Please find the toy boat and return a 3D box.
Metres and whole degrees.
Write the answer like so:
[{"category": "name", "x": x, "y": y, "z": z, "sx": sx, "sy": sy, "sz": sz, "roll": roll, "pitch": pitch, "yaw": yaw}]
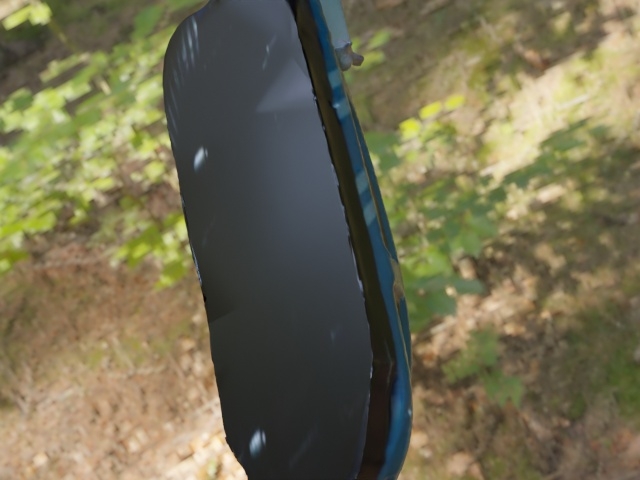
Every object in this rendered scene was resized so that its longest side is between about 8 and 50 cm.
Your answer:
[{"category": "toy boat", "x": 0.000, "y": 0.000, "z": 0.708, "sx": 0.092, "sy": 0.299, "sz": 0.134, "roll": 4, "pitch": -25, "yaw": -41}]
